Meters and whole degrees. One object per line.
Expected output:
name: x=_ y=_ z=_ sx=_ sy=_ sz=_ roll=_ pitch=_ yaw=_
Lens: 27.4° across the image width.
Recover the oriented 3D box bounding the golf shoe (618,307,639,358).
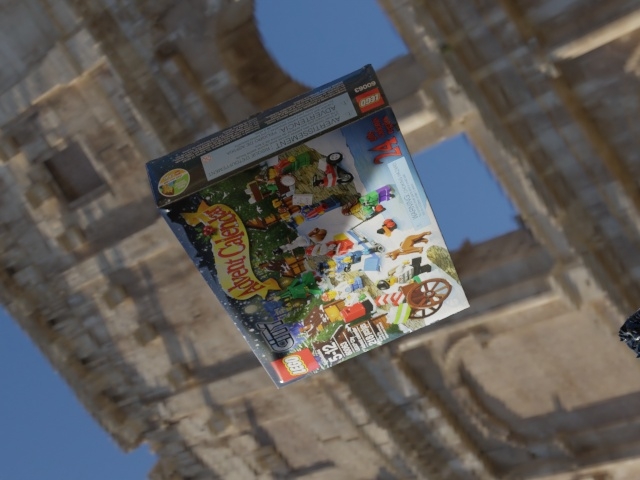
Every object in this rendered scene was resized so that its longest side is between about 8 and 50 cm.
golf shoe: x=0.351 y=0.048 z=1.140 sx=0.077 sy=0.198 sz=0.094 roll=49 pitch=-137 yaw=-10

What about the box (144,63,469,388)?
box: x=0.000 y=0.000 z=0.905 sx=0.233 sy=0.159 sz=0.044 roll=62 pitch=-175 yaw=-50
